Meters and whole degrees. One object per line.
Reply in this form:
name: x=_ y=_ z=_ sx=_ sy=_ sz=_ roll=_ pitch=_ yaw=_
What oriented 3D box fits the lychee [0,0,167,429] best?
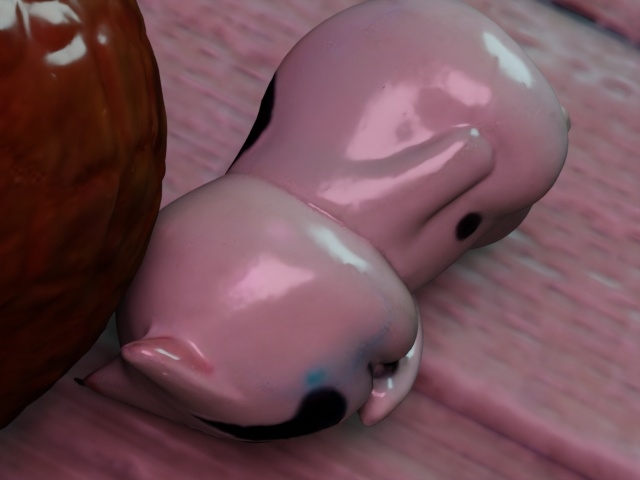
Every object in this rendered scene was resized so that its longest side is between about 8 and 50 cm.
lychee: x=-0.166 y=-0.021 z=0.603 sx=0.255 sy=0.255 sz=0.300 roll=-20 pitch=61 yaw=-12

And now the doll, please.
doll: x=0.006 y=-0.003 z=0.681 sx=0.107 sy=0.110 sz=0.181 roll=37 pitch=73 yaw=2
